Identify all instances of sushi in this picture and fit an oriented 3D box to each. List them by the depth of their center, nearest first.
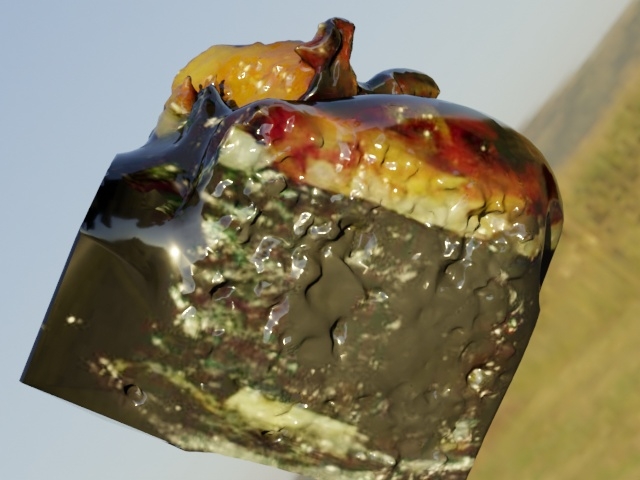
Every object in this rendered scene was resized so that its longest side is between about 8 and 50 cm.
[{"bbox_3d":[0.001,0.000,1.001,0.215,0.227,0.212,-79,12,-72],"label":"sushi"}]
